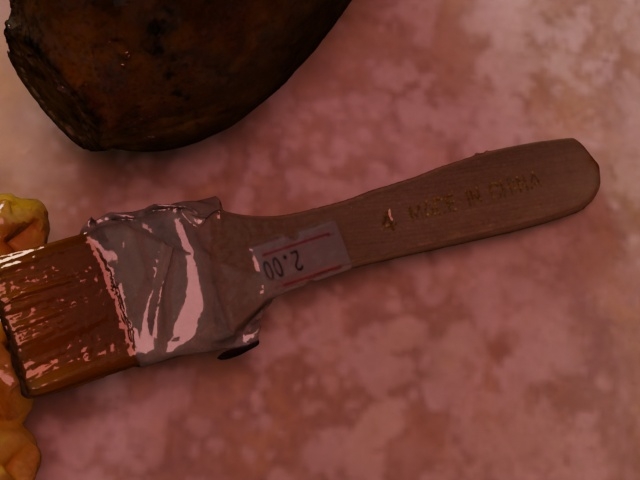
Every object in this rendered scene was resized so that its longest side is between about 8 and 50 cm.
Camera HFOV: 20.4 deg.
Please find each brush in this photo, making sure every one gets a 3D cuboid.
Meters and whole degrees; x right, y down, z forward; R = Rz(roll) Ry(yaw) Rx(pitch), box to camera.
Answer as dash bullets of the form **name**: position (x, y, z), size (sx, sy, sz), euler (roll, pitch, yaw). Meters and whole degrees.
- **brush**: position (0.000, 0.000, 0.901), size (0.336, 0.020, 0.085), euler (-17, 83, -22)

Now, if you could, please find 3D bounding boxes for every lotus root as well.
- **lotus root**: position (-0.050, -0.167, 0.908), size (0.160, 0.152, 0.275), euler (38, 73, -4)

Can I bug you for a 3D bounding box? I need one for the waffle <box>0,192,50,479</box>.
- **waffle**: position (-0.239, 0.035, 0.813), size (0.280, 0.060, 0.262), euler (15, 59, -34)
